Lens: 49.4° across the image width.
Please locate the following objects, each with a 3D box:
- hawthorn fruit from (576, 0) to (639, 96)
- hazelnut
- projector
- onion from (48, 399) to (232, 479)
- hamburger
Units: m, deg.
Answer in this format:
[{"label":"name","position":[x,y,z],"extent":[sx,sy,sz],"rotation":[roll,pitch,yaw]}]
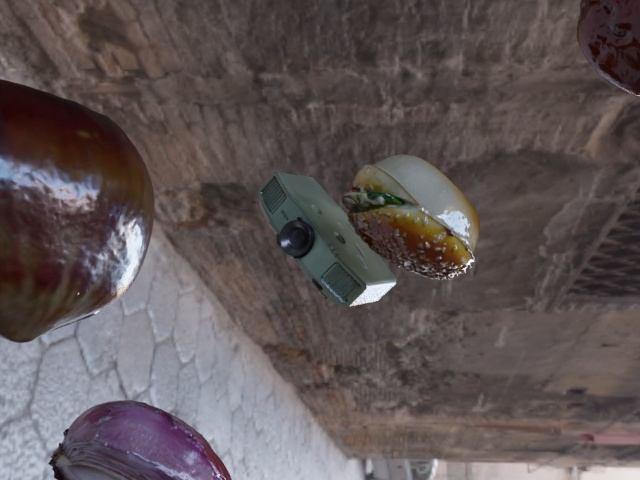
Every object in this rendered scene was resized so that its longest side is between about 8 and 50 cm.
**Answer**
[{"label":"hawthorn fruit","position":[0.419,-0.282,0.891],"extent":[0.190,0.251,0.189],"rotation":[-38,149,-27]},{"label":"hazelnut","position":[-0.490,-0.052,1.103],"extent":[0.429,0.403,0.401],"rotation":[15,73,-62]},{"label":"projector","position":[0.000,0.000,1.233],"extent":[0.269,0.088,0.194],"rotation":[52,22,18]},{"label":"onion","position":[-0.200,0.308,0.904],"extent":[0.227,0.284,0.120],"rotation":[-39,-165,47]},{"label":"hamburger","position":[0.142,-0.029,1.078],"extent":[0.147,0.237,0.237],"rotation":[-47,164,-10]}]
